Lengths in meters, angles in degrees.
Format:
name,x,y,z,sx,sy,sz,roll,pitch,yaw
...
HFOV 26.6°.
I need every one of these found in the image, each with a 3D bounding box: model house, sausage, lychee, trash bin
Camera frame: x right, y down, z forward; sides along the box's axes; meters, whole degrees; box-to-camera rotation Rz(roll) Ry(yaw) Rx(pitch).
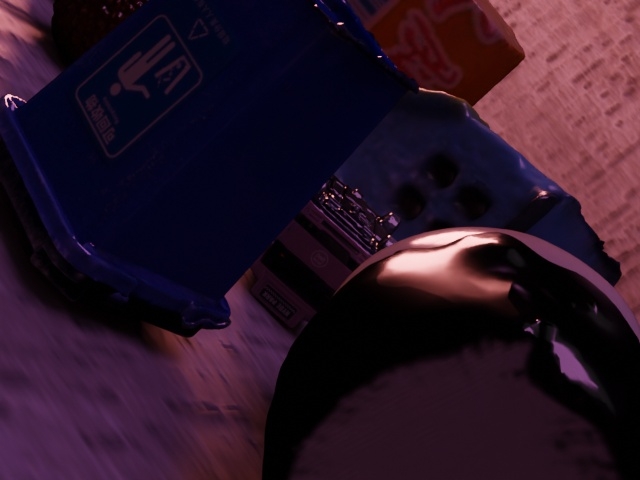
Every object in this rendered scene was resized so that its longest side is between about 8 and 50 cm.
name,x,y,z,sx,sy,sz,roll,pitch,yaw
model house,0.130,-0.026,1.409,0.303,0.215,0.237,54,8,35
sausage,0.078,-0.217,1.653,0.233,0.287,0.233,45,12,-12
lychee,-0.168,-0.190,1.153,0.123,0.129,0.123,13,51,-16
trash bin,-0.068,-0.066,0.852,0.184,0.234,0.162,29,22,-53

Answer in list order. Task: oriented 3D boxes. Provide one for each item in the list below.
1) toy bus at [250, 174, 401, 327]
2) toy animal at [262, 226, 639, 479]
name,x,y,z,sx,sy,sz,roll,pitch,yaw
toy bus,0.000,0.000,1.169,0.096,0.108,0.199,42,11,-5
toy animal,0.100,0.099,0.846,0.251,0.251,0.310,46,18,-7
